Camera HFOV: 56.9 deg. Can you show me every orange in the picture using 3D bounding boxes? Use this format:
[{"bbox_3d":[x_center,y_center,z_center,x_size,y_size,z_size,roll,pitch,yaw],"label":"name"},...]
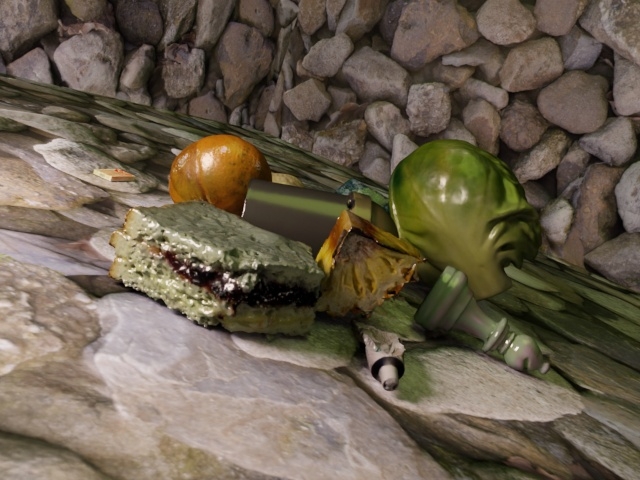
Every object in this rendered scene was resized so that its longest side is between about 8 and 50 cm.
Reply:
[{"bbox_3d":[-0.226,-0.125,1.337,0.240,0.240,0.171,16,46,-15],"label":"orange"}]

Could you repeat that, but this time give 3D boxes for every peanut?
[{"bbox_3d":[-0.161,-0.153,1.787,0.274,0.111,0.125,7,22,-29],"label":"peanut"}]

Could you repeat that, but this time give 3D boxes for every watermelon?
[{"bbox_3d":[0.161,-0.063,1.732,0.318,0.148,0.226,28,3,-10],"label":"watermelon"}]

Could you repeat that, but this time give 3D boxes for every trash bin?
[{"bbox_3d":[-0.001,-0.007,1.216,0.333,0.214,0.214,11,15,-9],"label":"trash bin"}]

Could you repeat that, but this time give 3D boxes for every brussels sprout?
[{"bbox_3d":[0.335,-0.076,1.496,0.361,0.342,0.425,45,11,-14],"label":"brussels sprout"}]

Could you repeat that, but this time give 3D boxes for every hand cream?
[{"bbox_3d":[0.098,0.176,0.975,0.084,0.050,0.257,16,11,-3],"label":"hand cream"}]

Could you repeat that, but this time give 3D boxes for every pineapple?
[{"bbox_3d":[0.069,0.041,1.076,0.236,0.186,0.114,-25,29,-2],"label":"pineapple"}]

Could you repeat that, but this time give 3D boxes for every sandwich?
[{"bbox_3d":[-0.143,0.043,0.979,0.325,0.131,0.262,24,13,15],"label":"sandwich"}]

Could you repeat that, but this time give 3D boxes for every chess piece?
[{"bbox_3d":[0.329,0.177,1.166,0.271,0.139,0.139,35,17,14],"label":"chess piece"}]

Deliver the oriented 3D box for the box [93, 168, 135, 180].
[{"bbox_3d":[-0.532,-0.169,1.526,0.058,0.015,0.093,22,14,18],"label":"box"}]
